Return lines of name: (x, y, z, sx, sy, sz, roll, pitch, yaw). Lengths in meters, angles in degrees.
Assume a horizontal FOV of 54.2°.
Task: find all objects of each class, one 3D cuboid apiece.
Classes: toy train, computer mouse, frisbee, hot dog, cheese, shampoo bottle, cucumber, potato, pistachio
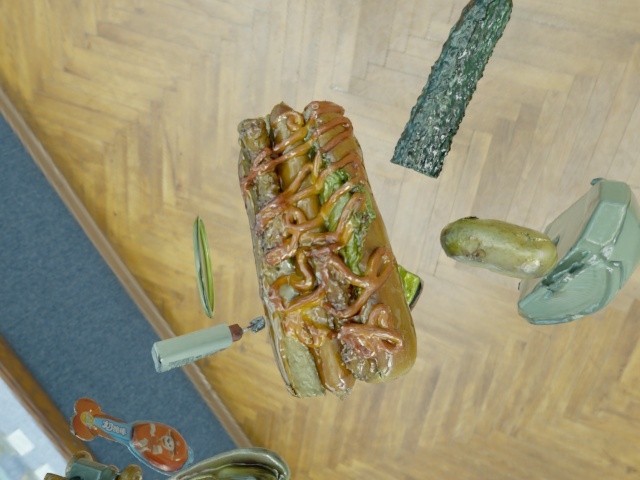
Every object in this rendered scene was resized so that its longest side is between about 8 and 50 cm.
toy train: (-0.482, 0.600, 1.365, 0.163, 0.231, 0.369, 11, 150, 17)
computer mouse: (0.503, 0.042, 1.200, 0.145, 0.228, 0.429, 24, 158, 5)
frisbee: (-0.262, 0.059, 1.408, 0.017, 0.236, 0.236, -8, 116, -5)
hot dog: (0.000, 0.000, 0.694, 0.158, 0.117, 0.348, -13, 76, 1)
toy train: (0.082, 0.055, 0.932, 0.127, 0.219, 0.089, 25, 86, 20)
cheese: (-0.326, 0.348, 1.106, 0.037, 0.106, 0.256, -43, 124, 17)
shampoo bottle: (-0.282, 0.253, 1.584, 0.071, 0.284, 0.153, 66, 155, 14)
cucumber: (0.233, -0.284, 1.080, 0.096, 0.096, 0.359, 25, 98, 14)
potato: (0.260, 0.010, 0.923, 0.171, 0.107, 0.080, 18, 100, 21)
pistachio: (-0.170, 0.408, 0.930, 0.197, 0.166, 0.288, 40, 106, -20)
